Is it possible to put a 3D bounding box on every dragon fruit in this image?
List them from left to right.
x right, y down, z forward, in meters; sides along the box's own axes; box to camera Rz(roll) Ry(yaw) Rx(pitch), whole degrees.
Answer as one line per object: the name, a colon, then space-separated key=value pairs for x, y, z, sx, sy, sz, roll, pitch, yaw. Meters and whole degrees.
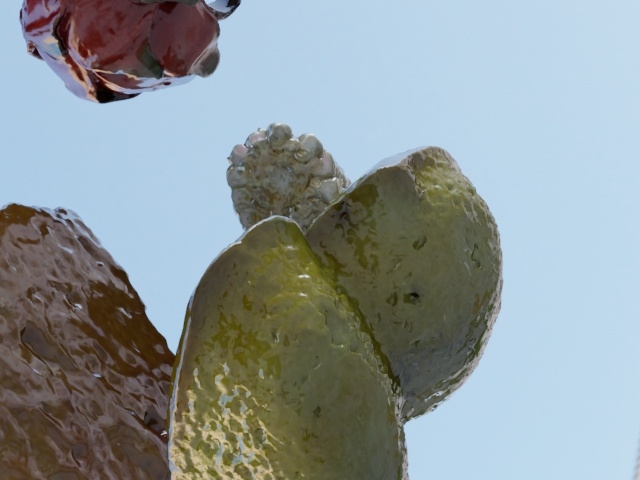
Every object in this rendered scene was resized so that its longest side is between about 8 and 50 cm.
dragon fruit: x=-0.117 y=-0.141 z=0.836 sx=0.142 sy=0.130 sz=0.121 roll=13 pitch=-76 yaw=-36

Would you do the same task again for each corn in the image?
corn: x=0.000 y=0.000 z=0.888 sx=0.087 sy=0.087 sz=0.211 roll=-47 pitch=-22 yaw=-3

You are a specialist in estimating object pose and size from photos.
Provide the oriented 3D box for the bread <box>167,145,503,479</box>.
bread: x=0.019 y=0.057 z=0.477 sx=0.149 sy=0.065 sz=0.187 roll=-40 pitch=-38 yaw=-36

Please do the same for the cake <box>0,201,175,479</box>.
cake: x=-0.225 y=0.133 z=0.737 sx=0.293 sy=0.198 sz=0.196 roll=-35 pitch=-7 yaw=23
